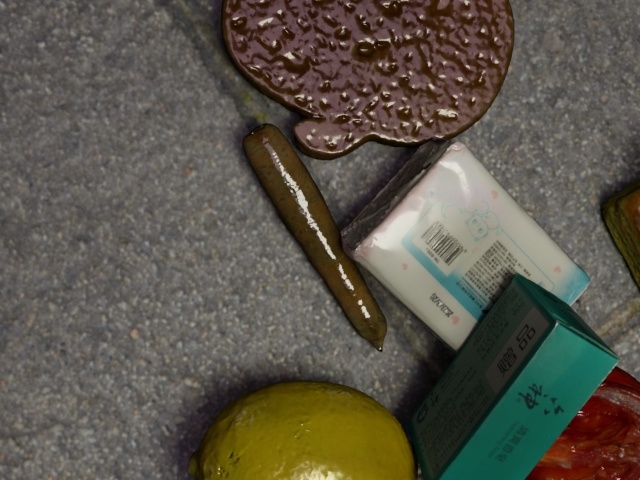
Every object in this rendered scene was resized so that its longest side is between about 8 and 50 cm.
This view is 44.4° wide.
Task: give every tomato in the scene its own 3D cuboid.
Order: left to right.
[{"bbox_3d":[0.331,0.238,1.042,0.200,0.140,0.233,5,123,-4],"label":"tomato"}]

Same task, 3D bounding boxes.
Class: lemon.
[{"bbox_3d":[-0.017,0.284,0.947,0.263,0.236,0.236,-11,90,9],"label":"lemon"}]

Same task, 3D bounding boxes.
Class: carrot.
[{"bbox_3d":[0.001,0.000,1.042,0.070,0.070,0.342,-32,99,-8],"label":"carrot"}]

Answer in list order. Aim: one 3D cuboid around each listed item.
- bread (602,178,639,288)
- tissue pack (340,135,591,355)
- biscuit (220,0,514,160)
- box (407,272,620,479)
[{"bbox_3d":[0.523,0.007,1.089,0.184,0.110,0.234,-30,92,-9],"label":"bread"},{"bbox_3d":[0.184,0.026,1.017,0.271,0.124,0.201,44,85,-15],"label":"tissue pack"},{"bbox_3d":[0.058,-0.271,1.055,0.394,0.070,0.351,26,89,-6],"label":"biscuit"},{"bbox_3d":[0.213,0.178,0.912,0.092,0.153,0.245,29,105,-13],"label":"box"}]
